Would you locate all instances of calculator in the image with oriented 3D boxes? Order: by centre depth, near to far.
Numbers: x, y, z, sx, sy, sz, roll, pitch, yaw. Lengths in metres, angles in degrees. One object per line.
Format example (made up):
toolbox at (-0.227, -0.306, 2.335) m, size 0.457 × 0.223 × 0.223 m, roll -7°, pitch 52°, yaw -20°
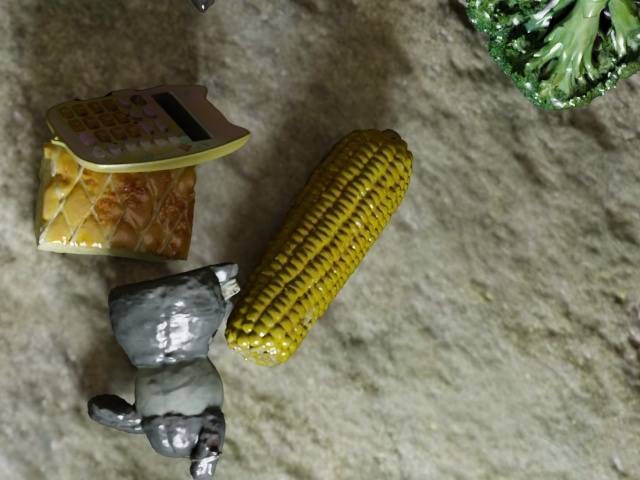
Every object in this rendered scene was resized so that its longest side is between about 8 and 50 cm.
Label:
calculator at (-0.213, -0.132, 1.595) m, size 0.236 × 0.033 × 0.157 m, roll -11°, pitch 43°, yaw -33°

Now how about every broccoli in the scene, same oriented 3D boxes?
broccoli at (0.345, -0.331, 1.817) m, size 0.307 × 0.275 × 0.308 m, roll 0°, pitch 94°, yaw -1°

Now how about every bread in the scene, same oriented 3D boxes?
bread at (-0.244, -0.042, 1.591) m, size 0.188 × 0.068 × 0.126 m, roll 7°, pitch 76°, yaw -23°

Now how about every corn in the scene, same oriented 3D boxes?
corn at (0.000, 0.000, 1.666) m, size 0.120 × 0.120 × 0.363 m, roll 41°, pitch 65°, yaw -12°

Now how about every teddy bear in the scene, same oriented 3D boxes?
teddy bear at (-0.183, 0.148, 1.556) m, size 0.171 × 0.144 × 0.251 m, roll 2°, pitch 94°, yaw 10°

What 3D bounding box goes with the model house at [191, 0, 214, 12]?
model house at (-0.248, -0.381, 1.601) m, size 0.218 × 0.205 × 0.279 m, roll -29°, pitch 99°, yaw -26°
